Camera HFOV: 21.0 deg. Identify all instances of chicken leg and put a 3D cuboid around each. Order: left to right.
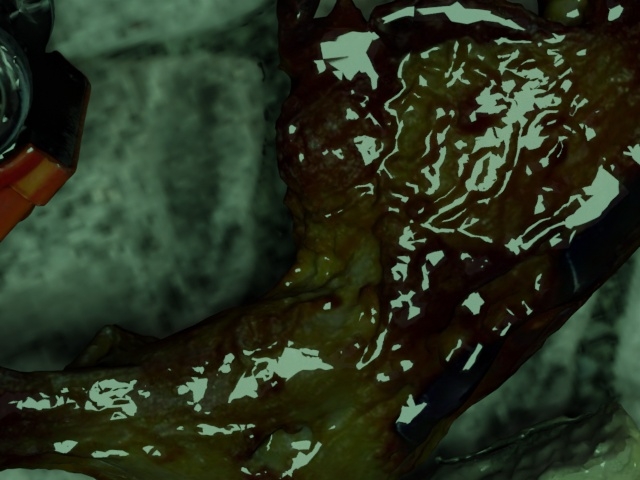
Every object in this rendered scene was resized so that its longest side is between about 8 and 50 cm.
[{"bbox_3d":[0.005,0.009,0.588,0.322,0.083,0.177,-42,124,6],"label":"chicken leg"}]

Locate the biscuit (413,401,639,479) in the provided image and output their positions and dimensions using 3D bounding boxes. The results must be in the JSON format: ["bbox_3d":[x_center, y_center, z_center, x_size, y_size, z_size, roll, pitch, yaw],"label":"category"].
[{"bbox_3d":[0.019,0.187,0.660,0.281,0.084,0.179,-26,111,1],"label":"biscuit"}]

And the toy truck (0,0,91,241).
[{"bbox_3d":[-0.196,-0.086,0.544,0.252,0.107,0.114,37,106,-17],"label":"toy truck"}]
